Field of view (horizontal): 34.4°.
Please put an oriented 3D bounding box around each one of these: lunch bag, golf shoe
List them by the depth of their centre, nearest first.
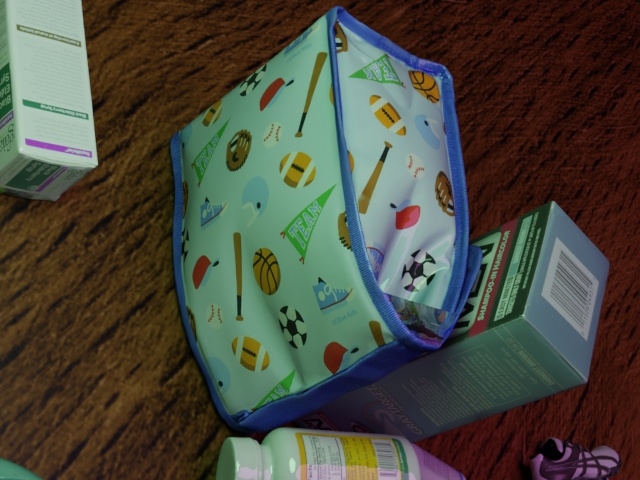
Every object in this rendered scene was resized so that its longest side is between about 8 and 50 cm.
[{"bbox_3d":[0.000,0.000,1.179,0.239,0.328,0.385,19,54,-35],"label":"lunch bag"},{"bbox_3d":[0.381,0.329,1.546,0.198,0.077,0.094,-14,78,-49],"label":"golf shoe"}]

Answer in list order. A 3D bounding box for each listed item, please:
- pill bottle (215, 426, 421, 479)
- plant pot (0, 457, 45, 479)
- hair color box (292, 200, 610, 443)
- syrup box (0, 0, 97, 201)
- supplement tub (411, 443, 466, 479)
[{"bbox_3d":[-0.005,0.268,1.143,0.208,0.117,0.118,7,60,-19],"label":"pill bottle"},{"bbox_3d":[-0.289,0.294,0.822,0.293,0.196,0.293,24,52,-34],"label":"plant pot"},{"bbox_3d":[0.140,0.118,1.205,0.113,0.374,0.185,44,44,-18],"label":"hair color box"},{"bbox_3d":[-0.318,-0.172,1.138,0.096,0.093,0.237,11,61,-41],"label":"syrup box"},{"bbox_3d":[0.129,0.306,1.316,0.107,0.071,0.071,36,47,-24],"label":"supplement tub"}]
